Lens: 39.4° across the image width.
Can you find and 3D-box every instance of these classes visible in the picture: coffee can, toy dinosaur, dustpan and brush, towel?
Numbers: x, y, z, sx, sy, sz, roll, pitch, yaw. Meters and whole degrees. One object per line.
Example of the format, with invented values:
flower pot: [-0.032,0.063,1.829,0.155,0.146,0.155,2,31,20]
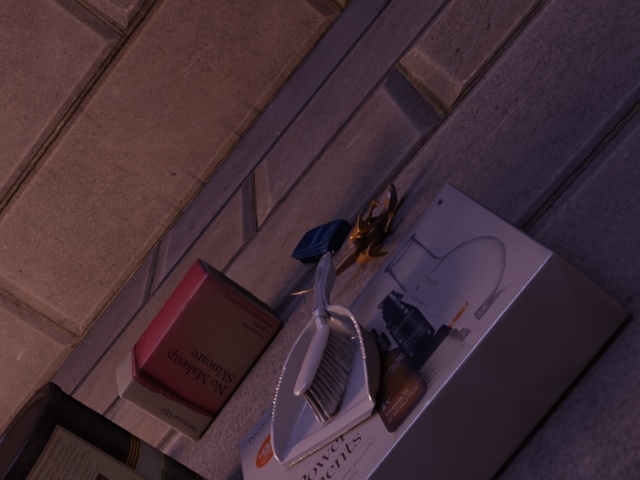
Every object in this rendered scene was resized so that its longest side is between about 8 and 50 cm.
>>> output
coffee can: [-0.266,0.328,1.075,0.201,0.275,0.201,-47,18,20]
toy dinosaur: [0.053,0.012,1.244,0.211,0.064,0.112,-47,-2,-10]
dustpan and brush: [0.004,0.096,0.861,0.147,0.060,0.211,-41,21,38]
towel: [0.000,0.000,1.429,0.067,0.029,0.119,-60,18,-22]

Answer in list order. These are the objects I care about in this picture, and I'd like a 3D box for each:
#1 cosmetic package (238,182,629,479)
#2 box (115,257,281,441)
cosmetic package: [0.077,0.142,0.849,0.377,0.097,0.284,-52,14,6]
box: [-0.194,0.169,1.408,0.232,0.148,0.127,-54,18,0]
